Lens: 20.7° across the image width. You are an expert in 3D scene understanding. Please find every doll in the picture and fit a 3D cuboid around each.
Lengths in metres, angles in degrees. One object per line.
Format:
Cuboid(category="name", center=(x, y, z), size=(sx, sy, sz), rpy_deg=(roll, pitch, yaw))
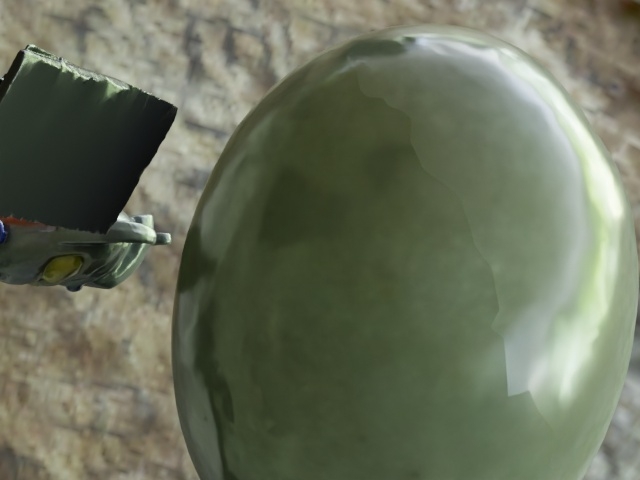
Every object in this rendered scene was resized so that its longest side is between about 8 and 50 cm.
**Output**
Cuboid(category="doll", center=(-0.177, 0.001, 1.052), size=(0.194, 0.104, 0.062), rpy_deg=(-2, -116, -32))

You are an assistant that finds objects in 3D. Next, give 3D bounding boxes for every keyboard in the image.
Cuboid(category="keyboard", center=(-0.110, -0.040, 0.765), size=(0.015, 0.074, 0.196), rpy_deg=(35, -175, 12))

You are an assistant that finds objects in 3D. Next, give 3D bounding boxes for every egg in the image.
Cuboid(category="egg", center=(0.044, 0.047, 0.975), size=(0.258, 0.352, 0.258), rpy_deg=(2, -143, -1))
